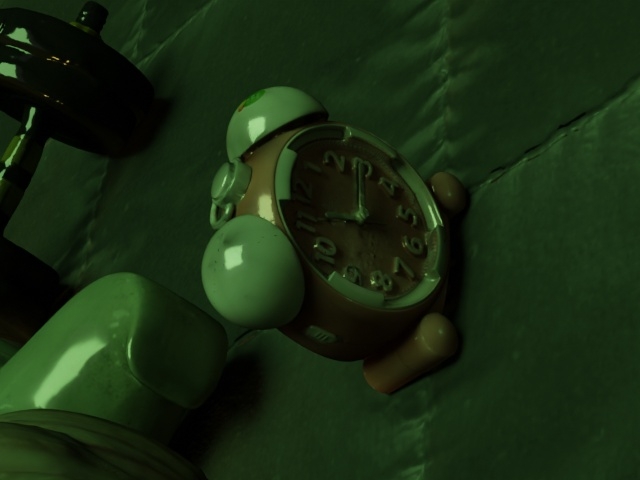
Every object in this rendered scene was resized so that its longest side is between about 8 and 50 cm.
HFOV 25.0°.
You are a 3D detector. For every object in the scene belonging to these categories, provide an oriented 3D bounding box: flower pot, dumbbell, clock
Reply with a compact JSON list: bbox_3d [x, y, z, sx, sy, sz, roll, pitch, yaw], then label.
[{"bbox_3d":[-0.225,0.178,1.071,0.367,0.164,0.254,-21,41,51],"label":"flower pot"},{"bbox_3d":[-0.298,-0.061,1.391,0.185,0.185,0.388,1,64,58],"label":"dumbbell"},{"bbox_3d":[0.000,0.000,0.879,0.093,0.162,0.166,-34,37,43],"label":"clock"}]

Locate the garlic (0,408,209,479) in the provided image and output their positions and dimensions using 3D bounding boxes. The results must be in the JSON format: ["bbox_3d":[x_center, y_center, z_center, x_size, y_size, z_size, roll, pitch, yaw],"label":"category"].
[{"bbox_3d":[-0.114,0.220,0.709,0.241,0.322,0.322,-40,21,-24],"label":"garlic"}]
